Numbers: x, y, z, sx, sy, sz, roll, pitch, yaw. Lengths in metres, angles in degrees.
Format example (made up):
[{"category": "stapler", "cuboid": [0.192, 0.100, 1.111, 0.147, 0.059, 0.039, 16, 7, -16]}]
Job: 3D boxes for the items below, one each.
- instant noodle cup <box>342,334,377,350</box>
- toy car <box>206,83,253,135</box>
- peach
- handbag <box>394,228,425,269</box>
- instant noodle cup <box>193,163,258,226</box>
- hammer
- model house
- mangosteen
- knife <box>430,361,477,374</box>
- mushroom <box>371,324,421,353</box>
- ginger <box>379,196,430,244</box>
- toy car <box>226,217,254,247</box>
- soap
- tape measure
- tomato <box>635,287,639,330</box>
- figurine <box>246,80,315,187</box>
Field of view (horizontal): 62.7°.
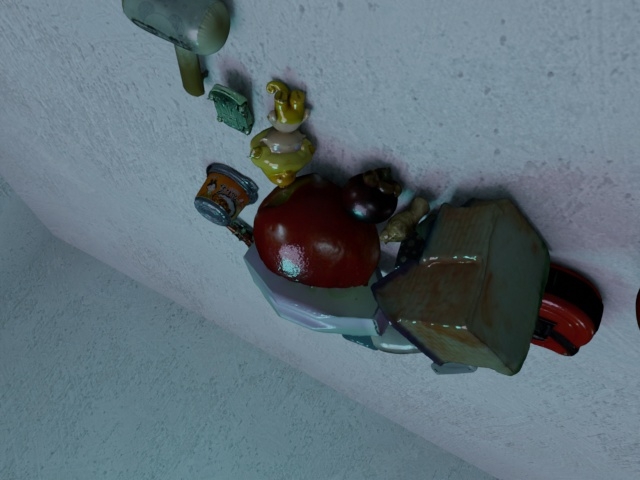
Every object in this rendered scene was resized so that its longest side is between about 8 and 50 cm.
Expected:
[{"category": "instant noodle cup", "cuboid": [0.156, 0.343, 2.011, 0.157, 0.070, 0.179, 19, 153, 21]}, {"category": "toy car", "cuboid": [-0.193, -0.300, 1.187, 0.094, 0.058, 0.186, 27, 168, 6]}, {"category": "peach", "cuboid": [0.000, 0.000, 1.306, 0.281, 0.281, 0.338, 1, 142, 48]}, {"category": "handbag", "cuboid": [0.261, 0.041, 1.294, 0.139, 0.115, 0.072, 27, 162, -38]}, {"category": "instant noodle cup", "cuboid": [-0.293, -0.123, 1.556, 0.178, 0.125, 0.208, 42, 153, -22]}, {"category": "hammer", "cuboid": [-0.271, -0.388, 1.063, 0.202, 0.113, 0.305, 30, 161, 8]}, {"category": "model house", "cuboid": [0.274, 0.087, 1.096, 0.245, 0.312, 0.280, 38, 154, -30]}, {"category": "mangosteen", "cuboid": [0.116, -0.104, 1.155, 0.140, 0.140, 0.140, 25, 155, 12]}, {"category": "knife", "cuboid": [0.476, 0.447, 1.890, 0.073, 0.040, 0.265, 43, 155, 0]}, {"category": "mushroom", "cuboid": [0.305, 0.344, 1.824, 0.270, 0.103, 0.118, -6, 144, 38]}, {"category": "ginger", "cuboid": [0.178, -0.032, 1.181, 0.059, 0.133, 0.214, 43, 164, 3]}, {"category": "toy car", "cuboid": [-0.274, -0.033, 1.794, 0.143, 0.054, 0.073, 39, 153, -21]}, {"category": "soap", "cuboid": [-0.001, 0.117, 1.525, 0.447, 0.261, 0.156, 20, 151, 24]}, {"category": "tape measure", "cuboid": [0.499, 0.152, 1.202, 0.253, 0.114, 0.260, 20, 154, 21]}, {"category": "tomato", "cuboid": [0.668, 0.159, 0.869, 0.226, 0.298, 0.298, -27, 125, 23]}, {"category": "figurine", "cuboid": [-0.083, -0.224, 1.152, 0.157, 0.131, 0.246, -4, 144, -19]}]
